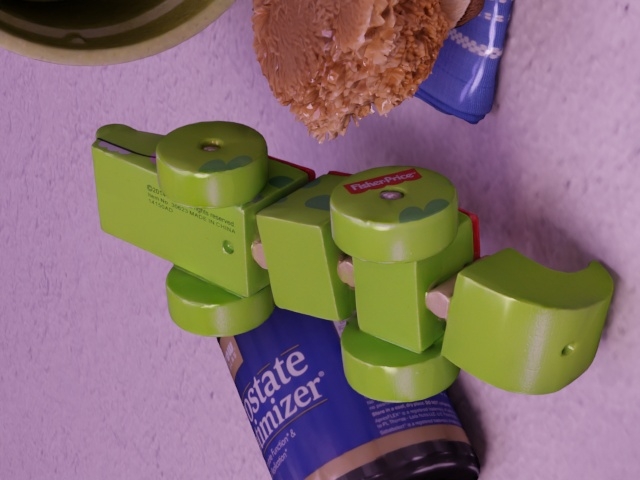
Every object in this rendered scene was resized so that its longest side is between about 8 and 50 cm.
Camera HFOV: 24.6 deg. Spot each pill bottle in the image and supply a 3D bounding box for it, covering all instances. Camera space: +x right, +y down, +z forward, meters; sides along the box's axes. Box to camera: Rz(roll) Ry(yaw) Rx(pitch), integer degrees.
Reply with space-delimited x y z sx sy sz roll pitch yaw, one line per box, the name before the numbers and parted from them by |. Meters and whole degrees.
pill bottle | 0.005 0.077 0.935 0.219 0.123 0.123 65 149 27

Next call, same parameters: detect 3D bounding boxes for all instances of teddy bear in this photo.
teddy bear | 0.011 -0.225 0.793 0.245 0.113 0.338 -55 46 41

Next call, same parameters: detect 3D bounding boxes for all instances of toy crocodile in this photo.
toy crocodile | 0.000 0.000 0.827 0.340 0.105 0.115 17 125 36

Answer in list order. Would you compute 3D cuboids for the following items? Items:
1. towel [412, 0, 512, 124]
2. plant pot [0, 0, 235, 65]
towel | 0.042 -0.258 0.837 0.243 0.040 0.336 41 134 48
plant pot | -0.191 -0.266 1.068 0.254 0.276 0.276 -160 62 -70
